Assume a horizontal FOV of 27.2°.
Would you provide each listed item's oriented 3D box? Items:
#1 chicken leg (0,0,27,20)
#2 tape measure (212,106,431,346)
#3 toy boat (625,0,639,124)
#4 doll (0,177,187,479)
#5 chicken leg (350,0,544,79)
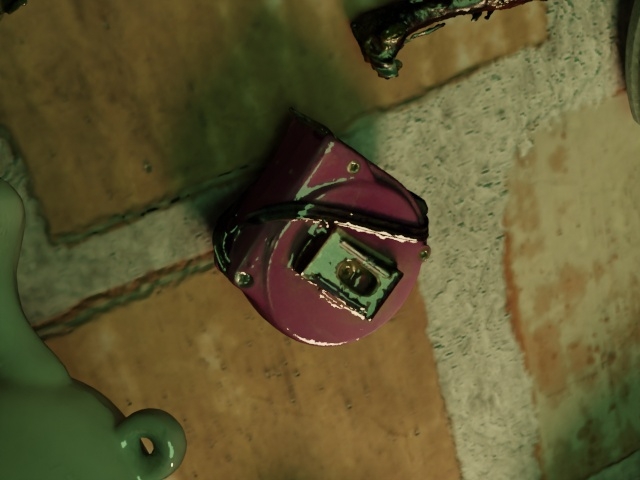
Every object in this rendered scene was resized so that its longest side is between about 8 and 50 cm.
[{"bbox_3d":[-0.206,-0.105,0.647,0.196,0.080,0.125,-54,133,-7],"label":"chicken leg"},{"bbox_3d":[0.000,0.000,0.788,0.125,0.074,0.118,30,96,-31],"label":"tape measure"},{"bbox_3d":[0.290,-0.211,0.842,0.141,0.092,0.319,20,108,-32],"label":"toy boat"},{"bbox_3d":[-0.194,0.131,0.675,0.160,0.243,0.311,-17,99,-54],"label":"doll"},{"bbox_3d":[0.121,-0.190,0.786,0.106,0.051,0.253,36,93,-27],"label":"chicken leg"}]
